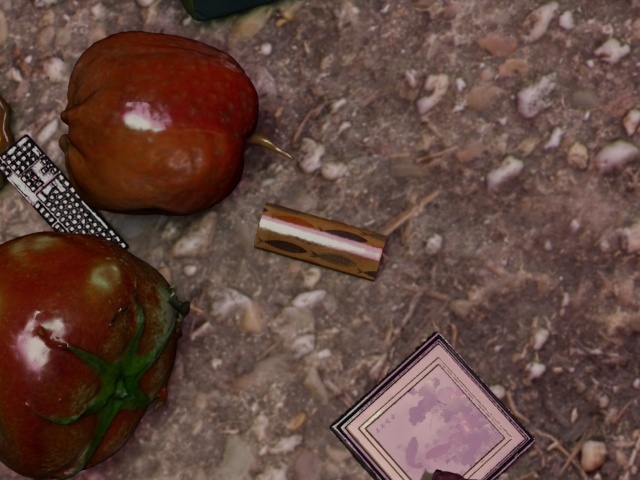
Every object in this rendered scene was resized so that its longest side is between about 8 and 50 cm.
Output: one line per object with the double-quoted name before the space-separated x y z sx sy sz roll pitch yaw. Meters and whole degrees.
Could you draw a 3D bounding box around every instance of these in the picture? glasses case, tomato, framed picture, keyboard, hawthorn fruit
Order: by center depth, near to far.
"tomato" -0.323 0.127 1.463 0.239 0.303 0.303 27 79 24
"hawthorn fruit" -0.209 -0.148 1.545 0.262 0.258 0.258 -27 79 -18
"framed picture" 0.146 0.252 1.574 0.195 0.010 0.199 -41 81 -8
"keyboard" -0.346 -0.048 1.610 0.061 0.013 0.204 -43 95 -13
"glasses case" 0.000 0.000 1.611 0.170 0.041 0.064 16 79 3

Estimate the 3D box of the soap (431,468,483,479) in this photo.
"soap" 0.261 0.396 1.459 0.289 0.182 0.112 37 77 -26

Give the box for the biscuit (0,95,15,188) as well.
"biscuit" -0.591 -0.141 1.627 0.335 0.078 0.329 -34 83 -6

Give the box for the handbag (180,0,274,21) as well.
"handbag" -0.105 -0.458 1.616 0.263 0.222 0.241 -21 74 -2
